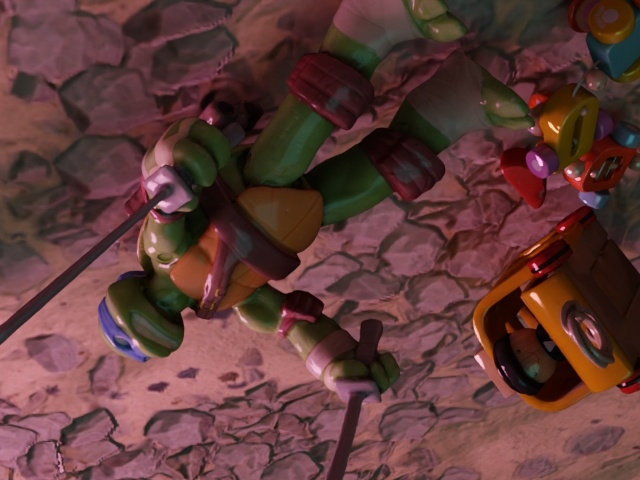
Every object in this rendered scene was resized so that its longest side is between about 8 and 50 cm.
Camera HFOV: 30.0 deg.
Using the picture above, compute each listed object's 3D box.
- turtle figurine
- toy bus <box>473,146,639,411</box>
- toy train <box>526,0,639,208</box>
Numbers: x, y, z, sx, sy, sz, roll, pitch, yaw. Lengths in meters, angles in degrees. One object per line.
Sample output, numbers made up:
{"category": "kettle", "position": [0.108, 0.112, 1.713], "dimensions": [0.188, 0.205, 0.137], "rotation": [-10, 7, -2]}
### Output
{"category": "turtle figurine", "position": [0.000, 0.000, 0.637], "dimensions": [0.198, 0.275, 0.266], "rotation": [43, 93, -8]}
{"category": "toy bus", "position": [0.151, 0.056, 0.763], "dimensions": [0.104, 0.191, 0.202], "rotation": [-38, 132, 25]}
{"category": "toy train", "position": [0.172, -0.094, 0.722], "dimensions": [0.125, 0.046, 0.166], "rotation": [-14, 135, -43]}
